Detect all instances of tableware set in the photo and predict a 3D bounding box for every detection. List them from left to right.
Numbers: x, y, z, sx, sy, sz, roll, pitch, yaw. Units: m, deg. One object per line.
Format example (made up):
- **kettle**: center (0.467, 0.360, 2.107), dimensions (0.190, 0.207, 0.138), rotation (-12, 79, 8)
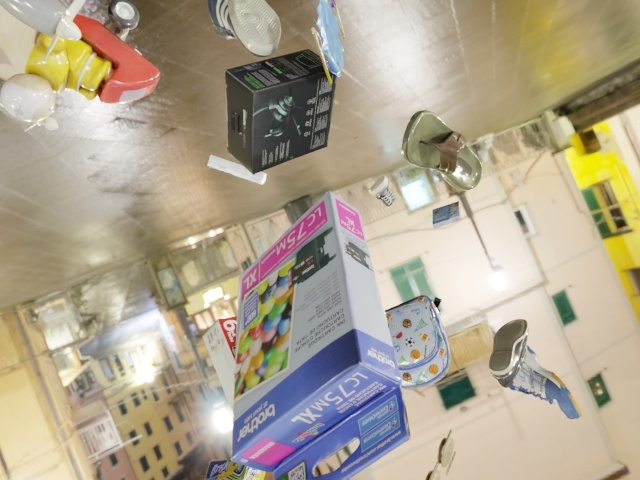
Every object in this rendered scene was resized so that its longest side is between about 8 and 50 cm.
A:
- **tableware set**: center (0.327, 0.638, 1.466), dimensions (0.039, 0.128, 0.194), rotation (9, -137, 33)

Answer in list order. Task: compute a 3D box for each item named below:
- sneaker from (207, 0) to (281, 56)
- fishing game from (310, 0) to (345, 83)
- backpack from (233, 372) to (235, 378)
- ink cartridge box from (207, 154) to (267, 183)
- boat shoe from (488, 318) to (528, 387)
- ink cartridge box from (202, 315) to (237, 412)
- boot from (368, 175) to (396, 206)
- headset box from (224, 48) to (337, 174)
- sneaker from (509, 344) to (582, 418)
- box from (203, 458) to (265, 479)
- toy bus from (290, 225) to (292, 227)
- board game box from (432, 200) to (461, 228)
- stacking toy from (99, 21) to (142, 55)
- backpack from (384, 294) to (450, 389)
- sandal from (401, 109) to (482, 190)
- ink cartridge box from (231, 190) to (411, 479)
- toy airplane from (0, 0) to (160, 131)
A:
- **sneaker**: center (-0.210, -0.566, 1.361), dimensions (0.131, 0.350, 0.148), rotation (-3, 144, -31)
- **fishing game**: center (0.018, -0.489, 1.260), dimensions (0.041, 0.189, 0.264), rotation (-7, -134, 19)
- **backpack**: center (-0.115, 0.439, 1.573), dimensions (0.191, 0.225, 0.253), rotation (-49, 145, -17)
- **ink cartridge box**: center (-0.310, -0.264, 1.945), dimensions (0.207, 0.046, 0.097), rotation (19, -176, 0)
- **boat shoe**: center (0.459, 0.269, 1.253), dimensions (0.075, 0.064, 0.206), rotation (-12, -157, 40)
- **ink cartridge box**: center (-0.226, 0.422, 1.839), dimensions (0.272, 0.309, 0.130), rotation (-2, 145, -47)
- **boot**: center (0.208, -0.152, 1.653), dimensions (0.069, 0.086, 0.190), rotation (-49, -177, 5)
- **headset box**: center (-0.113, -0.337, 1.369), dimensions (0.283, 0.131, 0.246), rotation (-27, 144, -30)
- **sneaker**: center (0.651, 0.440, 1.586), dimensions (0.131, 0.296, 0.112), rotation (-36, 134, -1)
- **box**: center (-0.210, 0.568, 1.264), dimensions (0.169, 0.059, 0.054), rotation (-25, -143, 39)
- **toy bus**: center (0.007, 0.010, 1.847), dimensions (0.104, 0.202, 0.191), rotation (-30, -172, -23)
- **board game box**: center (0.401, -0.082, 1.653), dimensions (0.090, 0.020, 0.090), rotation (-19, -149, 23)
- **stacking toy**: center (-0.550, -0.438, 1.263), dimensions (0.167, 0.052, 0.221), rotation (-22, 174, 8)
- **backpack**: center (0.283, 0.326, 1.624), dimensions (0.277, 0.263, 0.213), rotation (-24, 162, 13)
- **sandal**: center (0.286, -0.195, 1.136), dimensions (0.303, 0.120, 0.086), rotation (18, 180, -41)
- **ink cartridge box**: center (-0.017, 0.103, 0.553), dimensions (0.186, 0.065, 0.311), rotation (-43, -146, 25)
- **toy airplane**: center (-0.543, -0.350, 0.946), dimensions (0.385, 0.272, 0.386), rotation (-4, 161, 11)
